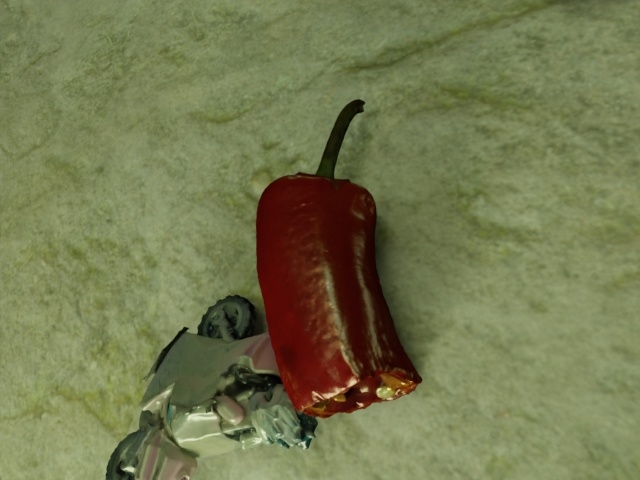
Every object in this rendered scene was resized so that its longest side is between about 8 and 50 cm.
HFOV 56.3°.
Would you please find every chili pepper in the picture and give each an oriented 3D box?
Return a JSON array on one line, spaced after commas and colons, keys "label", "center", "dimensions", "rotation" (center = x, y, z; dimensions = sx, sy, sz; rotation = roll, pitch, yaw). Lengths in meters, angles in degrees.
[{"label": "chili pepper", "center": [-0.005, 0.000, 0.612], "dimensions": [0.131, 0.134, 0.339], "rotation": [-30, 59, 34]}]

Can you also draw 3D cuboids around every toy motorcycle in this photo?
[{"label": "toy motorcycle", "center": [-0.099, 0.180, 0.610], "dimensions": [0.204, 0.108, 0.239], "rotation": [17, 81, 35]}]
